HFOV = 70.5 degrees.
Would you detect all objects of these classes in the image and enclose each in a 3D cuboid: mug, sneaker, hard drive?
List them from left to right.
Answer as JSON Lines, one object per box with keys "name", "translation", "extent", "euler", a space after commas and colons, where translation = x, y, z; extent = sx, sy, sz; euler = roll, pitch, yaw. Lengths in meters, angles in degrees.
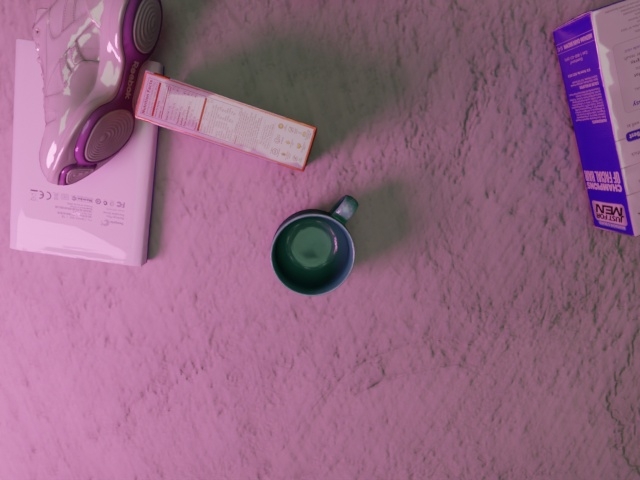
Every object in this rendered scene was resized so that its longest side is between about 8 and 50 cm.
{"name": "sneaker", "translation": [-0.332, -0.229, 0.635], "extent": [0.152, 0.114, 0.305], "euler": [24, 95, 7]}
{"name": "hard drive", "translation": [-0.370, -0.130, 0.715], "extent": [0.210, 0.040, 0.319], "euler": [8, 100, -4]}
{"name": "mug", "translation": [-0.001, 0.010, 0.727], "extent": [0.157, 0.097, 0.130], "euler": [-20, 100, 1]}

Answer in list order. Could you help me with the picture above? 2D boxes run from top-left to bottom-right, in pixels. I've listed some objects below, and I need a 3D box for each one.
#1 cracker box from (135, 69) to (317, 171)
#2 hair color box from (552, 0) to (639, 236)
{"name": "cracker box", "translation": [-0.124, -0.167, 0.659], "extent": [0.232, 0.156, 0.067], "euler": [18, 100, -5]}
{"name": "hair color box", "translation": [0.506, -0.197, 0.702], "extent": [0.185, 0.110, 0.339], "euler": [-18, 99, 0]}
